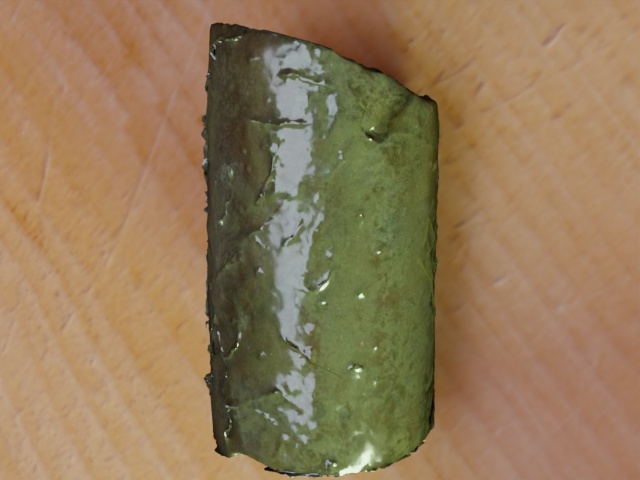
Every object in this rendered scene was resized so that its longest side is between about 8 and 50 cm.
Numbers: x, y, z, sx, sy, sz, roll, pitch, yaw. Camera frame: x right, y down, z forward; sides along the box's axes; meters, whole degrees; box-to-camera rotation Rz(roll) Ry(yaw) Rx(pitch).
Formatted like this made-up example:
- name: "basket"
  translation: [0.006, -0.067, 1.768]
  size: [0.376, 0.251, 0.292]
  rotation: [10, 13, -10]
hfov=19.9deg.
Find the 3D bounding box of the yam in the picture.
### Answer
- name: "yam"
  translation: [0.000, 0.000, 1.276]
  size: [0.168, 0.168, 0.304]
  rotation: [7, 101, 32]
